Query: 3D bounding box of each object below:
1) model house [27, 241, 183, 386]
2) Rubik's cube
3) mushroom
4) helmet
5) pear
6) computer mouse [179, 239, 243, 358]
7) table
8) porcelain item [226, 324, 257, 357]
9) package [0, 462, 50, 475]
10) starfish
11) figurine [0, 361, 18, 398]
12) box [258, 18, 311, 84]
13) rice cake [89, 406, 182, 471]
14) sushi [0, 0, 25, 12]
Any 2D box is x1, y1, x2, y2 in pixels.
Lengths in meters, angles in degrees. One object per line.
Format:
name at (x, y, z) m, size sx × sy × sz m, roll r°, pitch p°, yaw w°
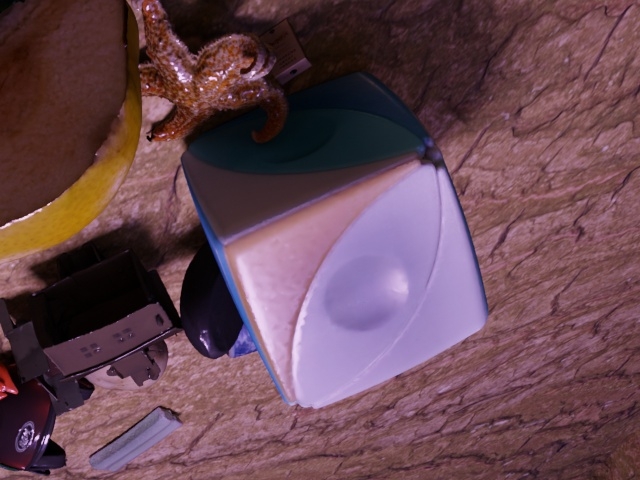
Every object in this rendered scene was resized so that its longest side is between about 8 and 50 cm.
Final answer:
model house at (-0.342, 0.143, 1.876) m, size 0.211 × 0.204 × 0.243 m, roll -25°, pitch 139°, yaw 0°
Rubik's cube at (0.019, -0.008, 1.682) m, size 0.347 × 0.351 × 0.352 m, roll -23°, pitch 120°, yaw -4°
mushroom at (-0.360, 0.205, 2.045) m, size 0.166 × 0.127 × 0.166 m, roll -2°, pitch 148°, yaw -1°
helmet at (-0.520, 0.313, 2.022) m, size 0.193 × 0.216 × 0.189 m, roll 21°, pitch 100°, yaw -16°
pear at (-0.365, -0.138, 1.358) m, size 0.386 × 0.340 × 0.191 m, roll -54°, pitch 160°, yaw -14°
computer mouse at (-0.180, 0.089, 1.899) m, size 0.086 × 0.270 × 0.138 m, roll -4°, pitch 128°, yaw 20°
table at (-0.474, 0.189, 1.898) m, size 0.062 × 0.175 × 0.146 m, roll -25°, pitch 147°, yaw -3°
porcelain item at (-0.135, 0.132, 2.058) m, size 0.114 × 0.147 × 0.147 m, roll -16°, pitch 147°, yaw -13°
package at (-0.620, 0.388, 2.105) m, size 0.166 × 0.232 × 0.040 m, roll 17°, pitch 87°, yaw -39°
starfish at (-0.189, -0.217, 1.534) m, size 0.303 × 0.113 × 0.312 m, roll -2°, pitch 150°, yaw 13°
figurine at (-0.619, 0.221, 1.858) m, size 0.208 × 0.181 × 0.257 m, roll -35°, pitch 169°, yaw -42°
box at (-0.052, -0.266, 1.589) m, size 0.053 × 0.083 × 0.024 m, roll -31°, pitch 145°, yaw 12°
rice cake at (-0.396, 0.434, 2.431) m, size 0.221 × 0.042 × 0.080 m, roll -37°, pitch 144°, yaw 19°
sushi at (-0.442, -0.292, 1.259) m, size 0.225 × 0.127 × 0.124 m, roll -21°, pitch 148°, yaw -8°
